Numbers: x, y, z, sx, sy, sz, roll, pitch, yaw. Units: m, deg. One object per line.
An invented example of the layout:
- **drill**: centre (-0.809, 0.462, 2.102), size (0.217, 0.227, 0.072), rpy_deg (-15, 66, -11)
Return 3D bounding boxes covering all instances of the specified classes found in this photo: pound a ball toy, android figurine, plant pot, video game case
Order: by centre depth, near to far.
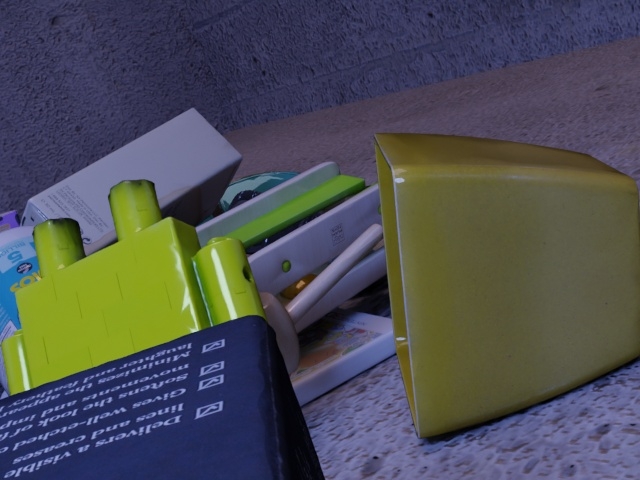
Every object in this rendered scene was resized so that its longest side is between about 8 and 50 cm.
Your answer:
- **android figurine**: centre (-0.159, 0.093, 0.799), size (0.248, 0.272, 0.056), rpy_deg (-26, -20, 16)
- **plant pot**: centre (0.152, 0.016, 0.800), size (0.187, 0.212, 0.212), rpy_deg (-7, 14, 1)
- **pound a ball toy**: centre (-0.008, 0.040, 0.976), size (0.208, 0.135, 0.319), rpy_deg (12, 32, 42)
- **video game case**: centre (-0.049, 0.128, 0.987), size (0.227, 0.026, 0.206), rpy_deg (-26, 14, -25)

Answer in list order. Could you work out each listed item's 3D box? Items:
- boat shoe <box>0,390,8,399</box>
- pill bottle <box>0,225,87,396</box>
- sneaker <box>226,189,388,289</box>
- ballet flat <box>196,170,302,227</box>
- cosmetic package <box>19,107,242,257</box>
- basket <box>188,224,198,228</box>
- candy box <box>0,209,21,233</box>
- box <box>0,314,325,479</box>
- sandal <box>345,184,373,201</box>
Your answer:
- **boat shoe**: centre (-0.307, 0.179, 1.078), size (0.076, 0.083, 0.226), rpy_deg (-45, 6, 19)
- **pill bottle**: centre (-0.253, 0.105, 0.964), size (0.146, 0.146, 0.264), rpy_deg (-26, 45, -27)
- **sneaker**: centre (0.000, 0.000, 1.261), size (0.130, 0.109, 0.286), rpy_deg (19, 1, -45)
- **ballet flat**: centre (-0.169, -0.023, 1.622), size (0.349, 0.123, 0.123), rpy_deg (-21, 13, -17)
- **cosmetic package**: centre (-0.266, -0.044, 1.340), size (0.309, 0.113, 0.160), rpy_deg (-38, -11, -41)
- **basket**: centre (-0.191, 0.061, 1.207), size (0.205, 0.154, 0.227), rpy_deg (-20, 9, 4)
- **candy box**: centre (-0.521, 0.073, 1.506), size (0.165, 0.196, 0.070), rpy_deg (-25, 14, -26)
- **box**: centre (-0.117, 0.214, 0.324), size (0.294, 0.211, 0.395), rpy_deg (-19, 12, 0)
- **sandal**: centre (0.136, -0.050, 1.400), size (0.220, 0.060, 0.090), rpy_deg (-6, 18, -8)
